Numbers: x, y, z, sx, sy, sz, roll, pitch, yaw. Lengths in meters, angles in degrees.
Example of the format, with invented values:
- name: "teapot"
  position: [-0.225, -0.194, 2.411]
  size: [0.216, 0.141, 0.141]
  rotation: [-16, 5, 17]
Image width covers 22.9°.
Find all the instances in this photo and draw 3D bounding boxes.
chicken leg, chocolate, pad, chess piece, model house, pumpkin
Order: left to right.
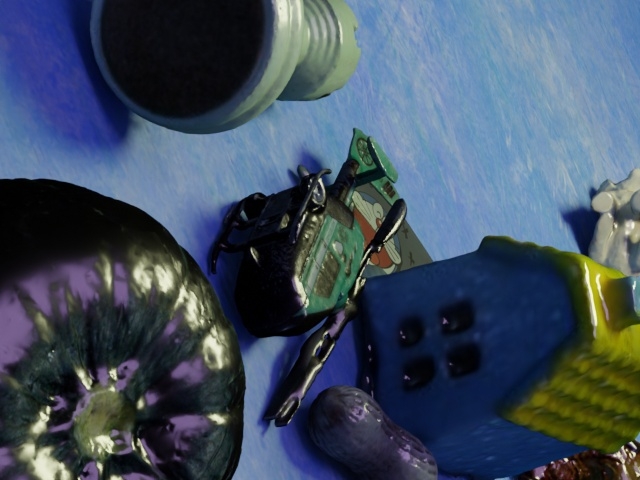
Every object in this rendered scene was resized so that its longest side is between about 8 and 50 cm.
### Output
- name: "pumpkin"
  position: [-0.201, 0.105, 1.013]
  size: [0.315, 0.238, 0.315]
  rotation: [10, 75, -43]
- name: "chess piece"
  position: [-0.066, -0.195, 1.496]
  size: [0.299, 0.194, 0.194]
  rotation: [-7, 75, -68]
- name: "chocolate"
  position: [0.052, 0.197, 1.493]
  size: [0.167, 0.072, 0.072]
  rotation: [46, 35, -31]
- name: "pad"
  position: [0.084, 0.034, 1.726]
  size: [0.245, 0.006, 0.170]
  rotation: [55, 31, -17]
- name: "model house"
  position: [0.214, 0.112, 1.593]
  size: [0.237, 0.303, 0.215]
  rotation: [22, 59, -49]
- name: "chicken leg"
  position: [0.307, 0.263, 1.806]
  size: [0.322, 0.083, 0.177]
  rotation: [48, 45, -2]

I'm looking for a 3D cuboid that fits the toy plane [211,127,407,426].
- name: "toy plane"
  position: [0.000, 0.000, 1.528]
  size: [0.155, 0.106, 0.382]
  rotation: [57, 31, -25]

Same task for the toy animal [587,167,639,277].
- name: "toy animal"
  position: [0.428, -0.003, 2.233]
  size: [0.185, 0.104, 0.184]
  rotation: [-62, 152, -73]
